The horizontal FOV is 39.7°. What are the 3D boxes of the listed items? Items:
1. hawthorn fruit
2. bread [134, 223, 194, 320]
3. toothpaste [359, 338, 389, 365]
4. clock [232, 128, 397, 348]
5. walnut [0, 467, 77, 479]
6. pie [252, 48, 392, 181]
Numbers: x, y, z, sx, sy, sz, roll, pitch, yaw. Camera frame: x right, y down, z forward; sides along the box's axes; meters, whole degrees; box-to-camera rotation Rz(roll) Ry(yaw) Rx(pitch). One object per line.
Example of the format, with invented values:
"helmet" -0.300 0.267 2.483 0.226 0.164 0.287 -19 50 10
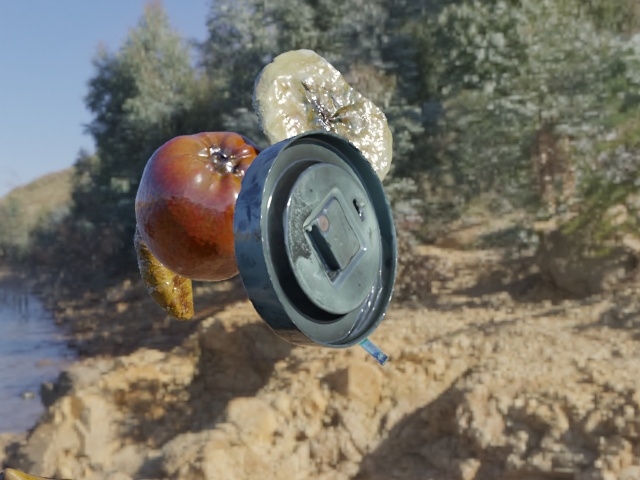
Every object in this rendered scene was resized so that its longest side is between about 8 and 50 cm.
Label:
"hawthorn fruit" -0.153 -0.030 1.171 0.196 0.197 0.225 0 -44 -30
"bread" -0.292 0.038 1.629 0.076 0.233 0.105 -3 19 30
"toothpaste" 0.073 0.165 1.403 0.083 0.017 0.020 40 -6 19
"clock" 0.000 0.000 0.872 0.042 0.215 0.215 -9 -6 39
"walnut" -0.268 0.382 0.992 0.209 0.336 0.209 -21 25 10
"pie" 0.000 -0.147 1.182 0.218 0.185 0.052 39 -34 -16
